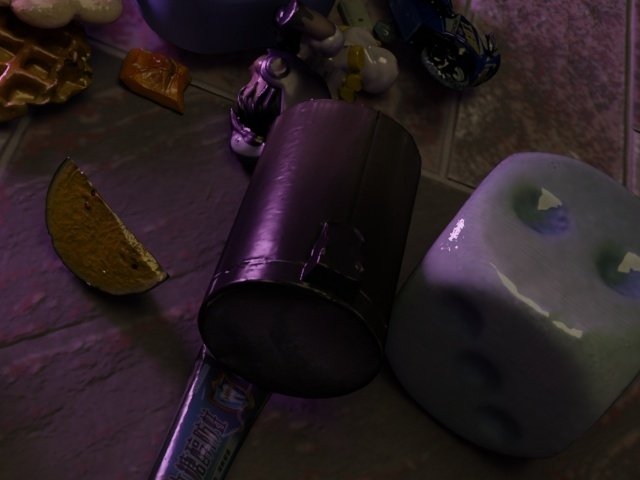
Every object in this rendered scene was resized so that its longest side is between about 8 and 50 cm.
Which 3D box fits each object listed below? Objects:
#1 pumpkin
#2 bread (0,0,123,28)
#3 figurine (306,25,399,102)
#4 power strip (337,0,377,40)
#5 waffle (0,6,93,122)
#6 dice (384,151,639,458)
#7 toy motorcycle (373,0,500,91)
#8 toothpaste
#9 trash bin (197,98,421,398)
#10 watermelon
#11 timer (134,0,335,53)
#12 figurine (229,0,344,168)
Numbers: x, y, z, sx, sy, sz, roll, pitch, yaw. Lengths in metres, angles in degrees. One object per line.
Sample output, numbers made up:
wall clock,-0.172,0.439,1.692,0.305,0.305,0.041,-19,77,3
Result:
pumpkin,-0.218,-0.220,1.448,0.101,0.035,0.073,23,53,-9
bread,-0.368,-0.347,1.384,0.250,0.039,0.182,23,43,-4
figurine,0.044,-0.262,1.555,0.129,0.109,0.178,38,43,22
power strip,0.057,-0.336,1.657,0.040,0.016,0.090,-8,60,-23
waffle,-0.446,-0.279,1.373,0.302,0.068,0.325,-17,66,-31
dice,0.247,0.075,1.282,0.262,0.268,0.265,38,52,6
toy motorcycle,0.181,-0.322,1.641,0.168,0.113,0.315,15,41,-34
toothpaste,-0.146,0.265,1.114,0.098,0.061,0.392,31,49,-8
trash bin,0.000,0.000,1.236,0.202,0.252,0.302,24,48,-8
watermelon,-0.260,0.003,1.239,0.075,0.092,0.181,-37,84,-23
timer,-0.116,-0.443,1.559,0.394,0.173,0.395,11,52,-14
figurine,-0.036,-0.190,1.426,0.145,0.145,0.222,20,90,-9
